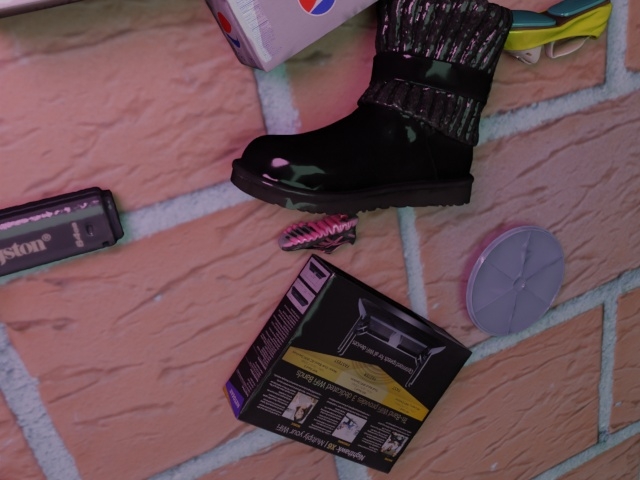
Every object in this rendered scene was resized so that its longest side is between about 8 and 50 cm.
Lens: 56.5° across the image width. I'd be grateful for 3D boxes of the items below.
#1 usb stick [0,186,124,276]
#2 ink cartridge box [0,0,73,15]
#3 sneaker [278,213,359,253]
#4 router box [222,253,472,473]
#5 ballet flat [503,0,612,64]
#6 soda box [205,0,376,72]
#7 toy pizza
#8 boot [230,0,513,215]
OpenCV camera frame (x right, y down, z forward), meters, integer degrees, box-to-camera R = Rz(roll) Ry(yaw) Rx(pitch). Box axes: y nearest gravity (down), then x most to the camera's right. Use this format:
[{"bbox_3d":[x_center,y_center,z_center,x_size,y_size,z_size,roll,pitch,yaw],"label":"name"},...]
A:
[{"bbox_3d":[-0.364,0.007,0.657,0.278,0.045,0.077,-17,115,-18],"label":"usb stick"},{"bbox_3d":[-0.243,-0.263,0.552,0.191,0.140,0.082,-19,115,-17],"label":"ink cartridge box"},{"bbox_3d":[0.000,0.000,0.826,0.120,0.047,0.057,-16,127,-17],"label":"sneaker"},{"bbox_3d":[0.049,0.196,0.899,0.309,0.081,0.242,32,94,-31],"label":"router box"},{"bbox_3d":[0.315,-0.292,0.840,0.231,0.077,0.077,-19,130,-19],"label":"ballet flat"},{"bbox_3d":[0.017,-0.309,0.678,0.286,0.098,0.091,-35,121,-8],"label":"soda box"},{"bbox_3d":[0.326,0.068,1.005,0.202,0.032,0.201,-8,112,-21],"label":"toy pizza"},{"bbox_3d":[0.063,-0.177,0.730,0.348,0.131,0.260,-5,114,-26],"label":"boot"}]
